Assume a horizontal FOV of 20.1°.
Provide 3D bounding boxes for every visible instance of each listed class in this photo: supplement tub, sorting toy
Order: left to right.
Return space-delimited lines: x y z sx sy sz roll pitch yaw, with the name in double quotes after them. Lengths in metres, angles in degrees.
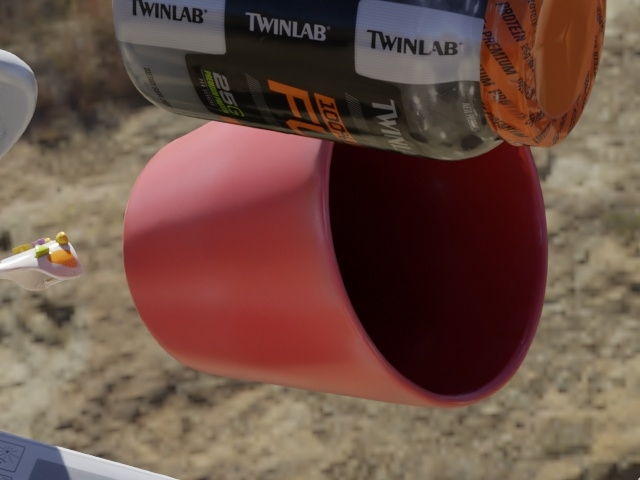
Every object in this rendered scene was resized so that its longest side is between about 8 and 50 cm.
-0.264 0.023 1.602 0.075 0.045 0.083 -12 -3 -30 "sorting toy"
0.017 -0.098 0.768 0.190 0.117 0.117 12 30 28 "supplement tub"

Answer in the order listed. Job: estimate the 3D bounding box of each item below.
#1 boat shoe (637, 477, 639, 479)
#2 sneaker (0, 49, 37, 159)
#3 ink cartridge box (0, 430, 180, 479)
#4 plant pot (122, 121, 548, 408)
0.179 0.168 0.932 0.049 0.040 0.142 35 15 -22 "boat shoe"
-0.284 -0.095 1.128 0.296 0.104 0.147 -19 42 32 "sneaker"
-0.231 0.197 1.076 0.296 0.261 0.066 15 52 4 "ink cartridge box"
0.000 0.000 1.371 0.243 0.275 0.275 -8 18 40 "plant pot"
